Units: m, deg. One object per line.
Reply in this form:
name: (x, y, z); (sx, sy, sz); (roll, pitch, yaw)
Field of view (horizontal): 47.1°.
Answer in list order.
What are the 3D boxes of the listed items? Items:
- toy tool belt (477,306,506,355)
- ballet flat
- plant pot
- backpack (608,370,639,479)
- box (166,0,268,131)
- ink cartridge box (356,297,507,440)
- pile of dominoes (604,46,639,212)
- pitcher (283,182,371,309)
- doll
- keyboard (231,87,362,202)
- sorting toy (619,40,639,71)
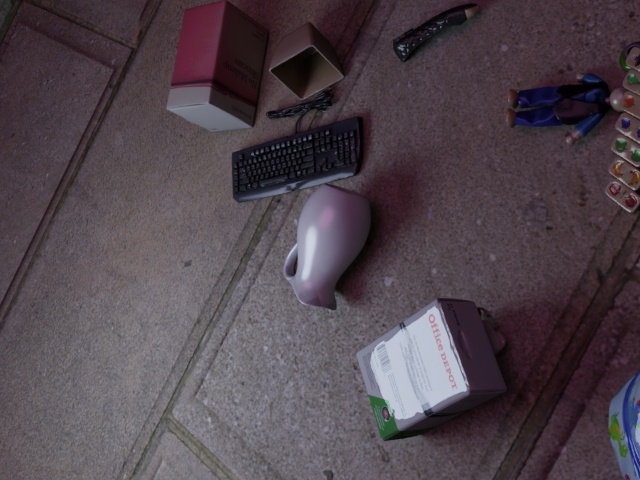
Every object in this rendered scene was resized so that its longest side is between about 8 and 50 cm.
toy tool belt: (0.250, 0.151, 1.145); (0.051, 0.052, 0.083); (99, 152, -49)
ballet flat: (0.212, -0.382, 1.339); (0.173, 0.057, 0.049); (-21, 106, 30)
plant pot: (-0.028, -0.367, 1.467); (0.109, 0.109, 0.096); (-22, 53, 29)
backpack: (0.487, 0.270, 0.811); (0.290, 0.273, 0.355); (-10, 43, -12)
box: (-0.217, -0.367, 1.569); (0.127, 0.149, 0.232); (0, 78, 35)
ink cartridge box: (0.165, 0.200, 1.131); (0.208, 0.087, 0.153); (-42, 54, 43)
pile of dominoes: (0.484, -0.144, 1.009); (0.196, 0.040, 0.251); (19, 106, 50)
pitcher: (0.000, 0.000, 1.336); (0.178, 0.126, 0.207); (32, 106, 55)
doll: (0.391, -0.209, 1.151); (0.189, 0.046, 0.129); (-1, 66, 29)
keyboard: (-0.055, -0.196, 1.478); (0.317, 0.033, 0.201); (-11, 70, 32)
sorting toy: (0.488, -0.268, 1.101); (0.061, 0.042, 0.102); (-36, 58, 22)
